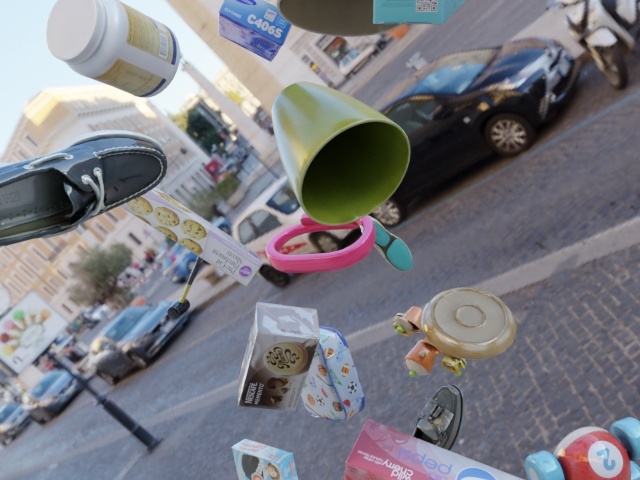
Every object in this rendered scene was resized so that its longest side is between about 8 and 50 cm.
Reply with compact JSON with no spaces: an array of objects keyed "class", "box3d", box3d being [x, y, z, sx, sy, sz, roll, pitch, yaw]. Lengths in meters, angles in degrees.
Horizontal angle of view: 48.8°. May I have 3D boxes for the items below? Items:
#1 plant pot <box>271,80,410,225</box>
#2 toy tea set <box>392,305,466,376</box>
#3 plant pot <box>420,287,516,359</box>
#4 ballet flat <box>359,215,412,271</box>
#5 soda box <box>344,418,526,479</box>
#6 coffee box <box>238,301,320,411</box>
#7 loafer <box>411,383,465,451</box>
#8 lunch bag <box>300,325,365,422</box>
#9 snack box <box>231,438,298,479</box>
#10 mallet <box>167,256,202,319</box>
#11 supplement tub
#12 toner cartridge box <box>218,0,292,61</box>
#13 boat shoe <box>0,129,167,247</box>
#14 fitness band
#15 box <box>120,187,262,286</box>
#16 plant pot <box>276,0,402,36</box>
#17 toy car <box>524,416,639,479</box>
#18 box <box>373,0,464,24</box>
[{"class":"plant pot","box3d":[0.009,-0.232,1.599,0.275,0.274,0.293,-44,51,9]},{"class":"toy tea set","box3d":[0.311,0.341,2.250,0.200,0.336,0.124,7,55,51]},{"class":"plant pot","box3d":[0.369,0.195,1.753,0.236,0.236,0.032,-55,-28,-42]},{"class":"ballet flat","box3d":[0.209,0.007,2.287,0.086,0.248,0.086,-30,33,22]},{"class":"soda box","box3d":[0.165,0.344,0.956,0.083,0.263,0.092,-54,-26,-46]},{"class":"coffee box","box3d":[-0.119,0.320,1.913,0.119,0.168,0.297,-98,20,-51]},{"class":"loafer","box3d":[0.252,0.457,1.625,0.096,0.084,0.268,30,104,51]},{"class":"lunch bag","box3d":[0.000,0.395,2.146,0.115,0.304,0.243,-25,13,-36]},{"class":"snack box","box3d":[-0.127,0.703,1.889,0.187,0.322,0.060,0,16,43]},{"class":"mallet","box3d":[-0.320,0.108,1.733,0.190,0.039,0.062,-62,-6,18]},{"class":"supplement tub","box3d":[-0.570,-0.544,1.960,0.228,0.228,0.316,-42,-24,19]},{"class":"toner cartridge box","box3d":[-0.167,-0.534,1.763,0.075,0.165,0.348,-65,11,4]},{"class":"boat shoe","box3d":[-0.315,-0.055,0.851,0.302,0.114,0.091,-22,37,-29]},{"class":"fitness band","box3d":[0.000,0.000,1.793,0.290,0.054,0.209,-5,34,23]},{"class":"box","box3d":[-0.268,-0.020,1.459,0.067,0.324,0.063,-52,20,5]},{"class":"plant pot","box3d":[0.050,-0.567,1.343,0.256,0.256,0.274,165,108,-70]},{"class":"toy car","box3d":[0.507,0.460,1.199,0.219,0.210,0.238,-17,29,-13]},{"class":"box","box3d":[0.155,-0.375,1.068,0.100,0.060,0.244,5,26,16]}]
